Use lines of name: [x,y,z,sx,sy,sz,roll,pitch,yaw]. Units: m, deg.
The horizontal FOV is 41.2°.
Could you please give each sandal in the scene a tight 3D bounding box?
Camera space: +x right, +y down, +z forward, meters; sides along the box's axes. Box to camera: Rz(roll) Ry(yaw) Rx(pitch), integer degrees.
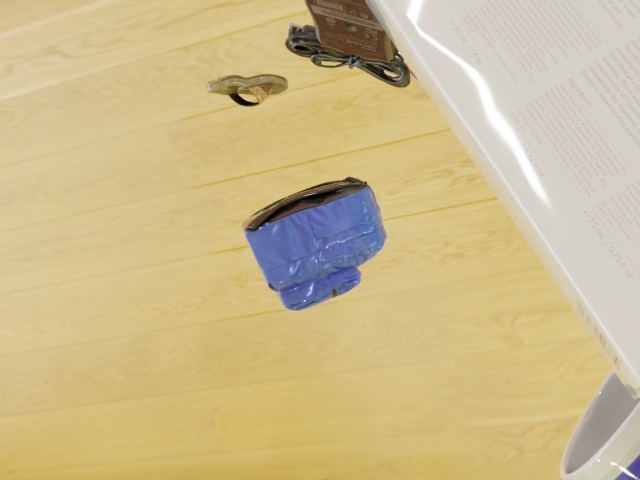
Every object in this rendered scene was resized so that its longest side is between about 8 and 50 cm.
sandal: [-0.127,-0.259,1.490,0.072,0.180,0.049,-18,87,39]

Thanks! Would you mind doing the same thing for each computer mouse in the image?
computer mouse: [0.041,-0.295,1.093,0.188,0.272,0.072,19,80,6]

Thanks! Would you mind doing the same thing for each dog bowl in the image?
dog bowl: [0.381,0.183,0.934,0.104,0.265,0.265,35,107,12]

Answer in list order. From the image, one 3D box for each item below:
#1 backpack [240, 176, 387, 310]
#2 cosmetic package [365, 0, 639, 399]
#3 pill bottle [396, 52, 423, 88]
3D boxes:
backpack: [0.000,0.000,0.765,0.120,0.098,0.101,-25,104,-5]
cosmetic package: [0.228,-0.129,0.574,0.284,0.097,0.377,-31,68,7]
pill bottle: [0.343,-0.310,1.644,0.392,0.224,0.224,41,110,-15]
